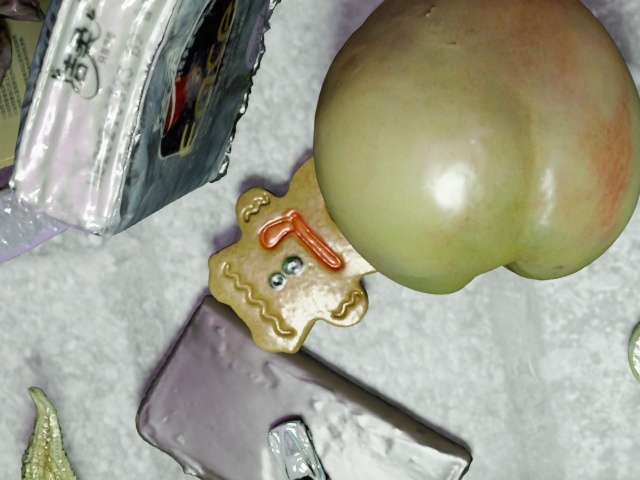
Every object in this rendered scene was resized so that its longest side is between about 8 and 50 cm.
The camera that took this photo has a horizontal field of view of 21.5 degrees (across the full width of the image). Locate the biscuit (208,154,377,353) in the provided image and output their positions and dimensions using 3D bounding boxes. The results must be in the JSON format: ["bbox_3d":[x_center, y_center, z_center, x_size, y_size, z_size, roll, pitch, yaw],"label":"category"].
[{"bbox_3d":[0.000,0.000,1.598,0.225,0.036,0.166,-41,87,5],"label":"biscuit"}]

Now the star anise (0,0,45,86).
[{"bbox_3d":[-0.366,-0.239,1.582,0.220,0.099,0.214,27,84,16],"label":"star anise"}]

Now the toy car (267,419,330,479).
[{"bbox_3d":[-0.019,0.217,1.614,0.041,0.025,0.093,-22,94,10],"label":"toy car"}]

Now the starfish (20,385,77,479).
[{"bbox_3d":[-0.247,0.337,1.689,0.347,0.078,0.358,-40,103,9],"label":"starfish"}]

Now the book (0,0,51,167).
[{"bbox_3d":[-0.314,-0.149,1.624,0.231,0.026,0.161,-17,81,11],"label":"book"}]

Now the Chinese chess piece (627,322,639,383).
[{"bbox_3d":[0.330,0.106,1.579,0.084,0.034,0.084,1,97,8],"label":"Chinese chess piece"}]

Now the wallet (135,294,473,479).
[{"bbox_3d":[-0.019,0.196,1.646,0.309,0.042,0.165,30,101,2],"label":"wallet"}]

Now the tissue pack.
[{"bbox_3d":[-0.138,-0.157,1.442,0.122,0.361,0.259,18,101,6],"label":"tissue pack"}]

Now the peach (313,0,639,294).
[{"bbox_3d":[0.137,-0.098,1.464,0.292,0.247,0.292,1,96,8],"label":"peach"}]

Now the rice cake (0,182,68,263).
[{"bbox_3d":[-0.372,0.016,1.661,0.399,0.064,0.070,-26,101,12],"label":"rice cake"}]
